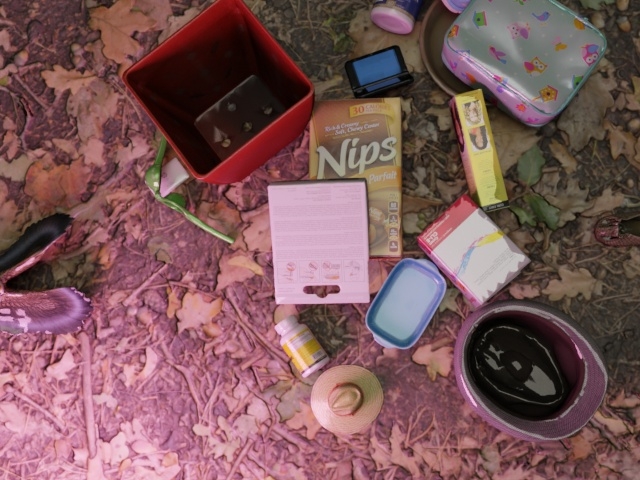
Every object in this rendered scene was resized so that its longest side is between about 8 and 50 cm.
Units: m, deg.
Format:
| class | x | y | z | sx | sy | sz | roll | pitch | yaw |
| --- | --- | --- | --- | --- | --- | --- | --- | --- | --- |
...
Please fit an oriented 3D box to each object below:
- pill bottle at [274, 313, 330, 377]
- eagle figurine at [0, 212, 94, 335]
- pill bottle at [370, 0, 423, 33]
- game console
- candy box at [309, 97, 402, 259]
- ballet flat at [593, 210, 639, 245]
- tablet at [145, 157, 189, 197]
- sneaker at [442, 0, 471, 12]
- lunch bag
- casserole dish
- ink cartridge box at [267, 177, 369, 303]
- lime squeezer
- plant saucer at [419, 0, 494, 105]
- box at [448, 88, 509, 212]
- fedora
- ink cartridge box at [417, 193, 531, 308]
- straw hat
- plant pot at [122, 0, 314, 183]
| class | x | y | z | sx | sy | sz | roll | pitch | yaw |
| --- | --- | --- | --- | --- | --- | --- | --- | --- | --- |
| pill bottle | -0.039 | 0.205 | 1.536 | 0.065 | 0.065 | 0.116 | -35 | 79 | 0 |
| eagle figurine | -0.628 | 0.090 | 1.578 | 0.298 | 0.225 | 0.226 | -14 | 124 | -25 |
| pill bottle | 0.172 | -0.519 | 1.600 | 0.094 | 0.094 | 0.169 | 19 | 84 | 8 |
| game console | 0.118 | -0.343 | 1.596 | 0.122 | 0.107 | 0.071 | -19 | 109 | 4 |
| candy box | 0.072 | -0.119 | 1.558 | 0.182 | 0.087 | 0.317 | 0 | 83 | 7 |
| ballet flat | 0.654 | -0.031 | 1.499 | 0.249 | 0.058 | 0.084 | -5 | 82 | 5 |
| tablet | -0.322 | -0.130 | 1.643 | 0.083 | 0.006 | 0.054 | -37 | 80 | 0 |
| sneaker | 0.244 | -0.519 | 1.538 | 0.162 | 0.073 | 0.063 | 32 | 79 | -16 |
| lunch bag | 0.395 | -0.367 | 1.509 | 0.279 | 0.108 | 0.224 | 37 | 82 | 7 |
| casserole dish | 0.168 | 0.124 | 1.536 | 0.114 | 0.037 | 0.188 | 31 | 89 | 9 |
| ink cartridge box | 0.000 | 0.000 | 1.494 | 0.189 | 0.066 | 0.232 | -2 | 104 | 9 |
| lime squeezer | -0.293 | -0.107 | 1.616 | 0.110 | 0.059 | 0.310 | -24 | 82 | -29 |
| plant saucer | 0.340 | -0.403 | 1.594 | 0.277 | 0.041 | 0.278 | -1 | 81 | 6 |
| box | 0.307 | -0.170 | 1.523 | 0.058 | 0.087 | 0.232 | -14 | 90 | 1 |
| fedora | 0.382 | 0.240 | 1.456 | 0.275 | 0.124 | 0.244 | 29 | 84 | 18 |
| ink cartridge box | 0.289 | 0.024 | 1.494 | 0.127 | 0.128 | 0.176 | -43 | 79 | 0 |
| straw hat | 0.049 | 0.307 | 1.515 | 0.144 | 0.061 | 0.145 | -1 | 82 | 5 |
| plant pot | -0.172 | -0.260 | 1.523 | 0.267 | 0.236 | 0.267 | -38 | 75 | -1 |
